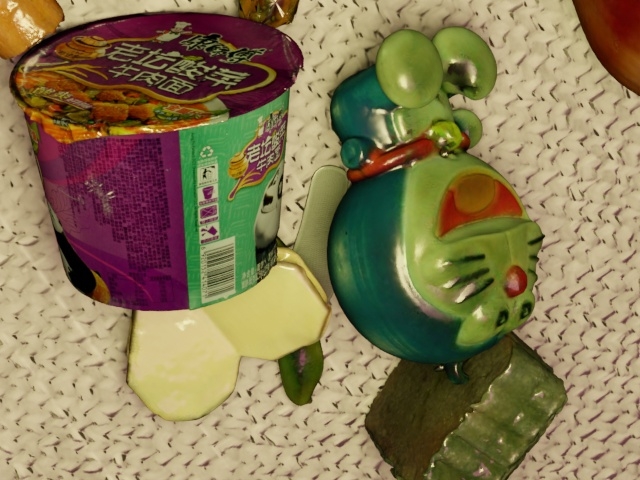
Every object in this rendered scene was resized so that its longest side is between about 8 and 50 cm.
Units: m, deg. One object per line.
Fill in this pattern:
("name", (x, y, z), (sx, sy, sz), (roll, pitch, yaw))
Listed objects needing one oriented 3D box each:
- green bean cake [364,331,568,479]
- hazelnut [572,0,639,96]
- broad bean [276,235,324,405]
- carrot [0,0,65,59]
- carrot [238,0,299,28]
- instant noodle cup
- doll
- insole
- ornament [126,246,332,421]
("green bean cake", (0.142, 0.162, 1.683), (0.094, 0.173, 0.181), (33, 97, -25))
("hazelnut", (0.319, -0.233, 1.595), (0.208, 0.208, 0.208), (-5, 111, -14))
("broad bean", (-0.040, 0.061, 1.670), (0.069, 0.039, 0.227), (-23, 112, 3))
("carrot", (-0.303, -0.253, 1.471), (0.072, 0.072, 0.205), (-35, 110, -1))
("carrot", (-0.035, -0.299, 1.530), (0.069, 0.069, 0.229), (1, 110, -16))
("instant noodle cup", (-0.135, -0.065, 1.498), (0.251, 0.251, 0.190), (-9, 120, -12))
("doll", (0.096, -0.026, 1.590), (0.198, 0.186, 0.322), (-5, 84, -46))
("insole", (0.000, 0.000, 1.678), (0.053, 0.002, 0.153), (6, 108, -17))
("ornament", (-0.108, 0.061, 1.622), (0.201, 0.059, 0.180), (-33, 109, 10))
